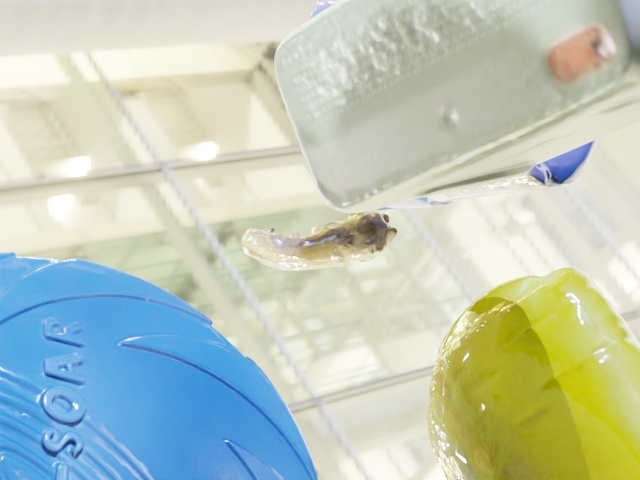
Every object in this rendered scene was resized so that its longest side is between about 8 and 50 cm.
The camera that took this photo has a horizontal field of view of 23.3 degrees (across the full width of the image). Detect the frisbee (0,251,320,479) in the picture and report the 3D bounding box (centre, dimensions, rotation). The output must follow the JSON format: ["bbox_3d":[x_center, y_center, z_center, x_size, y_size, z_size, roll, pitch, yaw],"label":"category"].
[{"bbox_3d":[-0.104,0.108,0.604,0.242,0.242,0.045,65,-31,16],"label":"frisbee"}]

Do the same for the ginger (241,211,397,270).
[{"bbox_3d":[-0.001,0.002,1.713,0.069,0.173,0.051,-95,-177,-48],"label":"ginger"}]

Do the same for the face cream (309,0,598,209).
[{"bbox_3d":[0.138,-0.158,1.541,0.225,0.249,0.249,-3,-84,36],"label":"face cream"}]

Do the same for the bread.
[{"bbox_3d":[0.232,0.214,1.339,0.251,0.208,0.376,88,-24,-61],"label":"bread"}]

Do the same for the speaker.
[{"bbox_3d":[0.145,-0.148,1.141,0.406,0.184,0.183,-23,-94,56],"label":"speaker"}]
